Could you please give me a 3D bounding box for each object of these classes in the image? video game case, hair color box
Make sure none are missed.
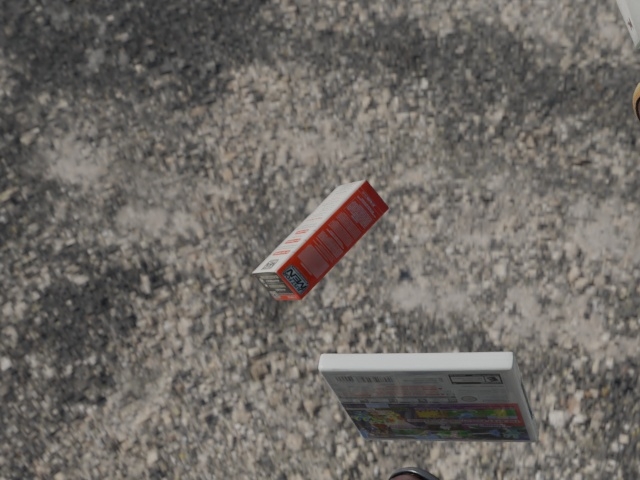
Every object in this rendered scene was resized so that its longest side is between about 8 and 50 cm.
[{"bbox_3d":[0.119,0.168,1.126,0.201,0.183,0.023,-3,56,18],"label":"video game case"},{"bbox_3d":[0.000,0.000,1.112,0.141,0.043,0.072,-45,14,-19],"label":"hair color box"}]

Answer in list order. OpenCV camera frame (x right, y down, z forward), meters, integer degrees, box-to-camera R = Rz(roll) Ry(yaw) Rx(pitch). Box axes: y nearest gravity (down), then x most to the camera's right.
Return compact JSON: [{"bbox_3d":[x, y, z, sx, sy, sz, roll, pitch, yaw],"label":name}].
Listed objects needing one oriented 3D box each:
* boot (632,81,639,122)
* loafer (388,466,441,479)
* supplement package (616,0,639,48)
[{"bbox_3d":[0.463,-0.126,1.280,0.090,0.248,0.207,-22,65,3],"label":"boot"},{"bbox_3d":[0.139,0.374,1.051,0.095,0.109,0.303,-30,92,-46],"label":"loafer"},{"bbox_3d":[0.319,-0.289,0.730,0.262,0.198,0.199,-22,86,7],"label":"supplement package"}]
